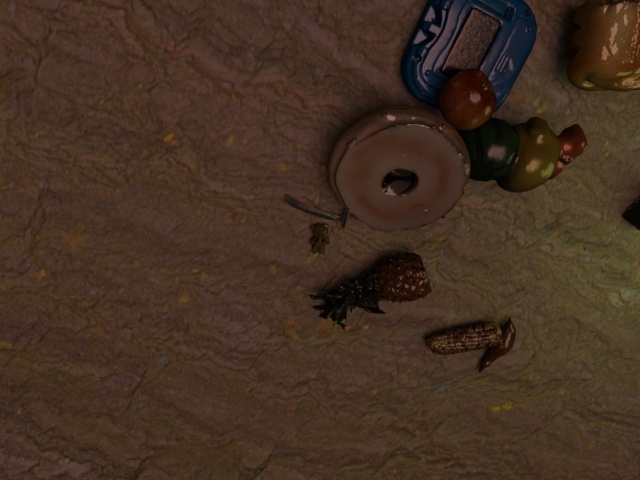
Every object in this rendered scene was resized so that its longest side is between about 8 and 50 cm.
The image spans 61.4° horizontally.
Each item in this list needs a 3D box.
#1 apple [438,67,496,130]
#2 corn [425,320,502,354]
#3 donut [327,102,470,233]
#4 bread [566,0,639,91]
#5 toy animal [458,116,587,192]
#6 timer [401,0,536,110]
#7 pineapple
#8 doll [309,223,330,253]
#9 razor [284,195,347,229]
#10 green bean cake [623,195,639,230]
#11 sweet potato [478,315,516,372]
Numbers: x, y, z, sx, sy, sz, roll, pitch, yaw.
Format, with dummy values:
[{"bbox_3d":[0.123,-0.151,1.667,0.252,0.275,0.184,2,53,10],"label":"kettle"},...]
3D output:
[{"bbox_3d":[0.371,-0.353,1.363,0.146,0.146,0.131,42,136,-21],"label":"apple"},{"bbox_3d":[0.471,0.326,1.771,0.253,0.086,0.086,-10,111,-6],"label":"corn"},{"bbox_3d":[0.210,-0.193,1.450,0.383,0.142,0.382,4,129,5],"label":"donut"},{"bbox_3d":[0.827,-0.540,1.467,0.316,0.211,0.270,-5,119,-1],"label":"bread"},{"bbox_3d":[0.540,-0.234,1.504,0.338,0.216,0.191,6,65,-6],"label":"toy animal"},{"bbox_3d":[0.398,-0.507,1.441,0.309,0.115,0.340,22,106,-14],"label":"timer"},{"bbox_3d":[0.147,0.157,1.628,0.365,0.165,0.165,-23,113,7],"label":"pineapple"},{"bbox_3d":[-0.002,-0.005,1.593,0.062,0.051,0.093,-1,139,-11],"label":"doll"},{"bbox_3d":[-0.015,-0.086,1.555,0.191,0.037,0.068,17,64,-13],"label":"razor"},{"bbox_3d":[1.082,-0.094,1.688,0.094,0.173,0.181,36,97,-19],"label":"green bean cake"},{"bbox_3d":[0.607,0.364,1.821,0.068,0.068,0.226,20,107,-17],"label":"sweet potato"}]
